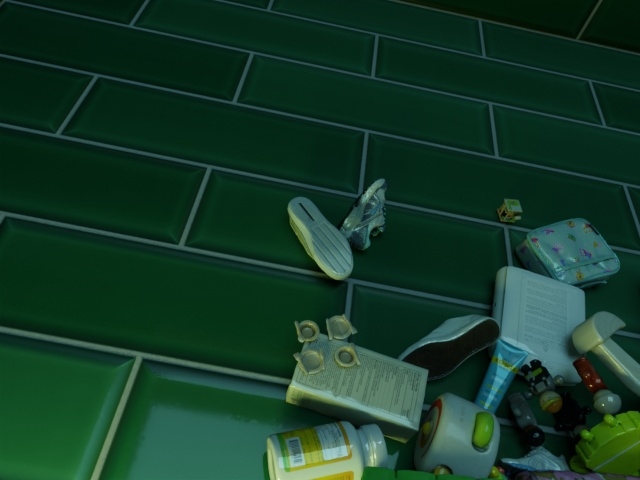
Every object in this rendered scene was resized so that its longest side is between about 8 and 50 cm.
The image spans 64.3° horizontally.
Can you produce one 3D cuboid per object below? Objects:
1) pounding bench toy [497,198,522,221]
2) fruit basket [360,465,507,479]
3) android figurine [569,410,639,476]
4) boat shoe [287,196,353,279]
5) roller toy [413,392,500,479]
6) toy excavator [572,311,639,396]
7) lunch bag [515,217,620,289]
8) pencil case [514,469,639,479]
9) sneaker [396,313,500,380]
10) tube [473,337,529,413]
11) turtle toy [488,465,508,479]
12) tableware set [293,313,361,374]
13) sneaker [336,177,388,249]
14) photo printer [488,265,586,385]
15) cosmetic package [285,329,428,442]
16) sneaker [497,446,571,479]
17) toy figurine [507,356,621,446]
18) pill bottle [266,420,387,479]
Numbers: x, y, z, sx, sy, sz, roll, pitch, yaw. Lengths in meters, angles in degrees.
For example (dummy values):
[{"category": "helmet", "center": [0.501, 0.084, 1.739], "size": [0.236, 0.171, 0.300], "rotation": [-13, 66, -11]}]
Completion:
[{"category": "pounding bench toy", "center": [0.630, -0.085, 1.690], "size": [0.052, 0.065, 0.083], "rotation": [4, 53, -9]}, {"category": "fruit basket", "center": [0.211, 0.646, 0.928], "size": [0.391, 0.283, 0.392], "rotation": [-3, 36, 2]}, {"category": "android figurine", "center": [0.695, 0.474, 1.169], "size": [0.272, 0.248, 0.056], "rotation": [34, 22, -28]}, {"category": "boat shoe", "center": [0.000, 0.000, 1.486], "size": [0.109, 0.094, 0.302], "rotation": [-22, 59, -18]}, {"category": "roller toy", "center": [0.297, 0.454, 1.146], "size": [0.146, 0.191, 0.209], "rotation": [24, 91, 6]}, {"category": "toy excavator", "center": [0.882, 0.380, 1.236], "size": [0.444, 0.222, 0.433], "rotation": [7, 50, -23]}, {"category": "lunch bag", "center": [0.779, 0.053, 1.588], "size": [0.279, 0.108, 0.224], "rotation": [-12, 57, -19]}, {"category": "pencil case", "center": [0.616, 0.597, 1.109], "size": [0.385, 0.160, 0.167], "rotation": [7, 65, -3]}, {"category": "sneaker", "center": [0.326, 0.282, 1.356], "size": [0.290, 0.123, 0.106], "rotation": [-22, 98, -7]}, {"category": "tube", "center": [0.446, 0.356, 1.286], "size": [0.080, 0.052, 0.207], "rotation": [28, 76, 13]}, {"category": "turtle toy", "center": [0.390, 0.547, 1.164], "size": [0.066, 0.095, 0.130], "rotation": [-1, 51, -36]}, {"category": "tableware set", "center": [0.014, 0.245, 1.215], "size": [0.168, 0.020, 0.141], "rotation": [-5, 53, -16]}, {"category": "sneaker", "center": [0.153, -0.078, 1.589], "size": [0.122, 0.110, 0.283], "rotation": [39, 57, -4]}, {"category": "photo printer", "center": [0.602, 0.242, 1.413], "size": [0.255, 0.107, 0.308], "rotation": [18, 53, 4]}, {"category": "cosmetic package", "center": [0.088, 0.351, 1.231], "size": [0.309, 0.113, 0.160], "rotation": [20, 52, 3]}, {"category": "sneaker", "center": [0.506, 0.531, 1.212], "size": [0.190, 0.071, 0.083], "rotation": [14, 45, -10]}, {"category": "toy figurine", "center": [0.578, 0.398, 1.224], "size": [0.209, 0.213, 0.148], "rotation": [2, 36, -9]}, {"category": "pill bottle", "center": [0.014, 0.473, 1.109], "size": [0.245, 0.136, 0.136], "rotation": [-5, 55, -15]}]
